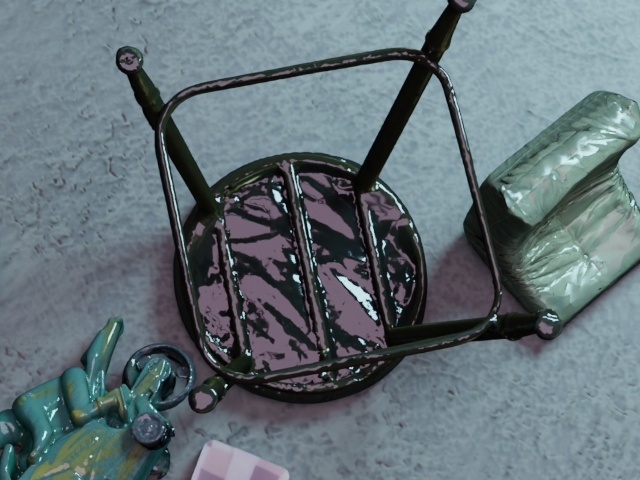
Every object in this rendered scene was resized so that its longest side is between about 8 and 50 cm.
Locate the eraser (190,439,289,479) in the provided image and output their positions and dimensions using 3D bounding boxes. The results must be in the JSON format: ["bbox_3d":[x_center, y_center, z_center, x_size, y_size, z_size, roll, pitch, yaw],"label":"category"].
[{"bbox_3d":[-0.093,0.274,1.825,0.105,0.026,0.065,21,77,-1],"label":"eraser"}]

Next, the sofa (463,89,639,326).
[{"bbox_3d":[0.295,-0.031,1.843,0.210,0.225,0.176,-37,78,-16],"label":"sofa"}]

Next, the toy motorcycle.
[{"bbox_3d":[-0.267,0.222,1.783,0.198,0.109,0.296,27,62,12],"label":"toy motorcycle"}]

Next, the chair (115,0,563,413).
[{"bbox_3d":[0.000,0.000,1.706,0.362,0.410,0.364,-12,77,-8],"label":"chair"}]
